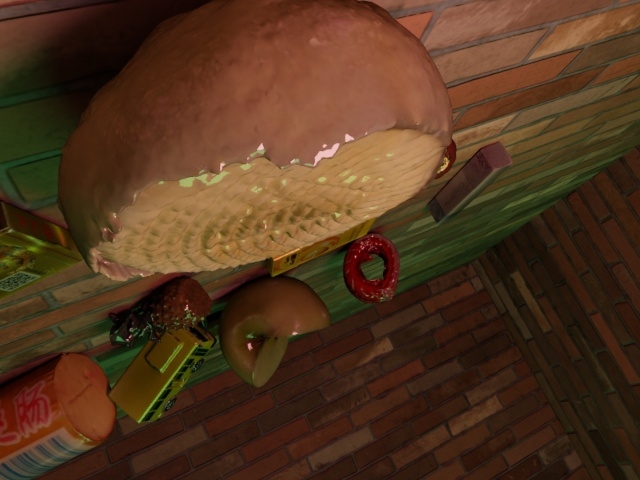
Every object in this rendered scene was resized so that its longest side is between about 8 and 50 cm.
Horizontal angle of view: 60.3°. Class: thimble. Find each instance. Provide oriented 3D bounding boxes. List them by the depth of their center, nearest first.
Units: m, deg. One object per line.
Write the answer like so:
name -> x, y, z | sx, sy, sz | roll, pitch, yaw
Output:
thimble -> 0.145, 0.080, 1.578 | 0.162, 0.190, 0.125 | -2, 163, 3

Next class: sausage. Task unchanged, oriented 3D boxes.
sausage -> -0.667, 0.429, 1.299 | 0.286, 0.233, 0.233 | -27, 166, 5

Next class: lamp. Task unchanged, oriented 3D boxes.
lamp -> 0.201, -0.159, 1.015 | 0.101, 0.090, 0.101 | -9, 122, -15

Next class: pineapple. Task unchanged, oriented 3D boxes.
pineapple -> -0.352, 0.162, 1.171 | 0.237, 0.119, 0.111 | -27, -149, 20

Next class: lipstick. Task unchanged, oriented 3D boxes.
lipstick -> 0.380, -0.141, 1.435 | 0.068, 0.066, 0.317 | -21, 165, -21

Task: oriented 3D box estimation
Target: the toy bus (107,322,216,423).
toy bus -> -0.400, 0.322, 1.405 | 0.262, 0.128, 0.150 | -54, 165, -5

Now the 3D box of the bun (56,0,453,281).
bun -> -0.064, -0.101, 0.523 | 0.363, 0.203, 0.364 | -19, 170, -4

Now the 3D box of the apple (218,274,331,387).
apple -> -0.135, 0.218, 1.476 | 0.295, 0.233, 0.257 | -44, 174, 21

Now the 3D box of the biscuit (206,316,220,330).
biscuit -> -0.326, 0.269, 1.719 | 0.165, 0.036, 0.250 | -23, 169, -17

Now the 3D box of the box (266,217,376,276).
box -> 0.000, 0.000, 1.313 | 0.269, 0.044, 0.152 | -23, 165, -14

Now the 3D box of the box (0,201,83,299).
box -> -0.474, 0.056, 0.682 | 0.311, 0.043, 0.173 | -26, 166, 0

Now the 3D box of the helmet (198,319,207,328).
helmet -> -0.358, 0.239, 1.527 | 0.084, 0.049, 0.065 | -54, 138, -8
